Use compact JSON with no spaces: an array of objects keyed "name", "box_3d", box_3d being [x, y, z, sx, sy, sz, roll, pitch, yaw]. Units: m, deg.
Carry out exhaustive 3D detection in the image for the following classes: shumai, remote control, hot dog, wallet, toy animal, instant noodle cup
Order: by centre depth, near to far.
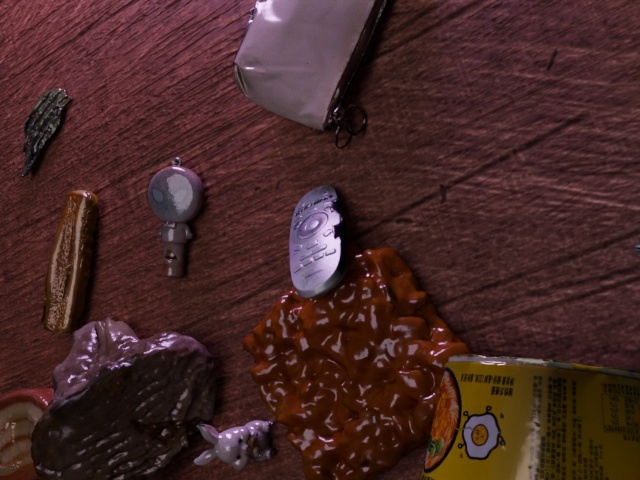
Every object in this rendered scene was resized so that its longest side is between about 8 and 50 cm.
[{"name":"instant noodle cup","box_3d":[0.260,0.275,0.863,0.325,0.325,0.254,0,77,31]},{"name":"remote control","box_3d":[-0.001,-0.002,1.115,0.097,0.045,0.256,-25,36,19]},{"name":"toy animal","box_3d":[-0.133,0.327,1.189,0.085,0.124,0.071,13,97,33]},{"name":"wallet","box_3d":[-0.011,-0.341,1.214,0.275,0.068,0.335,21,90,27]},{"name":"shumai","box_3d":[-0.359,0.277,1.321,0.346,0.217,0.283,-42,22,-8]},{"name":"hot dog","box_3d":[-0.494,0.042,1.467,0.083,0.068,0.289,10,86,8]}]

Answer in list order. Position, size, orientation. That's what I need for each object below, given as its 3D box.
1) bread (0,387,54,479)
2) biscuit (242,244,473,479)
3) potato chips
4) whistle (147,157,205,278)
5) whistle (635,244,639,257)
[{"name":"bread","box_3d":[-0.542,0.379,1.433,0.244,0.123,0.190,-30,70,24]},{"name":"biscuit","box_3d":[0.052,0.183,1.099,0.318,0.110,0.312,-44,64,20]},{"name":"potato chips","box_3d":[-0.603,-0.237,1.579,0.092,0.028,0.207,40,104,29]},{"name":"whistle","box_3d":[-0.262,-0.041,1.342,0.107,0.057,0.220,2,91,18]},{"name":"whistle","box_3d":[0.484,-0.012,0.898,0.186,0.039,0.039,-26,73,28]}]
